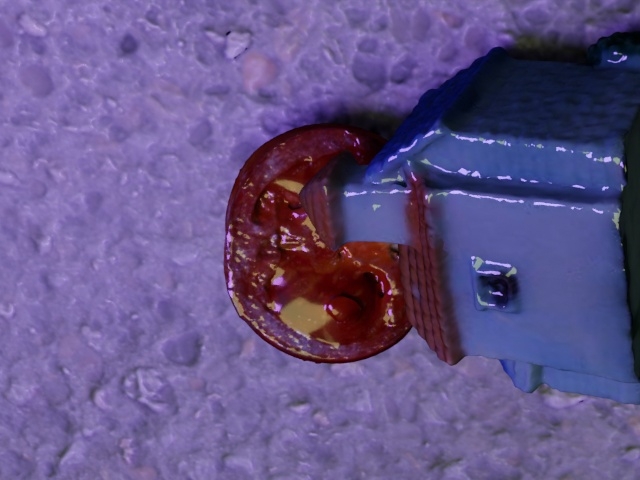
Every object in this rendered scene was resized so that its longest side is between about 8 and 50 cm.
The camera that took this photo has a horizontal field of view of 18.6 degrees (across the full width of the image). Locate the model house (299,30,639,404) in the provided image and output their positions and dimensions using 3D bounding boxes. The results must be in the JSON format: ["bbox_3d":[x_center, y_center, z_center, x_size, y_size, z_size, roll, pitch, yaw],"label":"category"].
[{"bbox_3d":[0.159,-0.021,1.810,0.329,0.252,0.295,2,125,19],"label":"model house"}]

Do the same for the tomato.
[{"bbox_3d":[0.000,0.000,1.925,0.200,0.139,0.233,6,93,-9],"label":"tomato"}]
